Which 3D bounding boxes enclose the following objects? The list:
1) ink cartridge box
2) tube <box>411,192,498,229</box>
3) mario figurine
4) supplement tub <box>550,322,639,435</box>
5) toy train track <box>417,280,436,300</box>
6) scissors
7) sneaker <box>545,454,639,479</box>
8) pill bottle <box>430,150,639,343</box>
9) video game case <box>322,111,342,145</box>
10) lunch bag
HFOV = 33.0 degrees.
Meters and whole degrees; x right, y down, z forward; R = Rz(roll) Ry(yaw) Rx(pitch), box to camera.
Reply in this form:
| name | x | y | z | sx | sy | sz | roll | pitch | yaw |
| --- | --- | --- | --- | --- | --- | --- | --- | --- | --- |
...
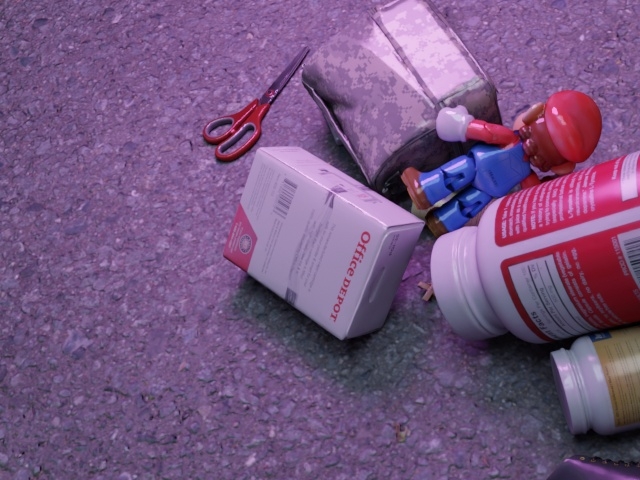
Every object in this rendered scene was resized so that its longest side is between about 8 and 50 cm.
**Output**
| name | x | y | z | sx | sy | sz | roll | pitch | yaw |
| --- | --- | --- | --- | --- | --- | --- | --- | --- | --- |
| ink cartridge box | 0.000 | 0.000 | 1.742 | 0.283 | 0.117 | 0.207 | 33 | 114 | 30 |
| tube | 0.272 | -0.037 | 1.796 | 0.240 | 0.062 | 0.070 | 10 | 104 | 15 |
| mario figurine | 0.294 | -0.135 | 1.719 | 0.320 | 0.198 | 0.170 | -29 | 61 | 8 |
| supplement tub | 0.440 | 0.194 | 1.536 | 0.199 | 0.144 | 0.144 | -14 | 54 | 5 |
| toy train track | 0.196 | 0.090 | 1.753 | 0.083 | 0.014 | 0.048 | 26 | 59 | 22 |
| scissors | -0.100 | -0.261 | 2.068 | 0.297 | 0.021 | 0.109 | -40 | 54 | -15 |
| sneaker | 0.422 | 0.322 | 1.492 | 0.222 | 0.083 | 0.118 | -30 | 54 | -5 |
| pill bottle | 0.375 | 0.018 | 1.560 | 0.407 | 0.229 | 0.229 | -19 | 49 | 34 |
| video game case | 0.082 | -0.279 | 2.027 | 0.173 | 0.022 | 0.190 | -22 | 54 | 0 |
| lunch bag | 0.133 | -0.246 | 1.857 | 0.256 | 0.212 | 0.305 | -30 | 63 | -1 |
